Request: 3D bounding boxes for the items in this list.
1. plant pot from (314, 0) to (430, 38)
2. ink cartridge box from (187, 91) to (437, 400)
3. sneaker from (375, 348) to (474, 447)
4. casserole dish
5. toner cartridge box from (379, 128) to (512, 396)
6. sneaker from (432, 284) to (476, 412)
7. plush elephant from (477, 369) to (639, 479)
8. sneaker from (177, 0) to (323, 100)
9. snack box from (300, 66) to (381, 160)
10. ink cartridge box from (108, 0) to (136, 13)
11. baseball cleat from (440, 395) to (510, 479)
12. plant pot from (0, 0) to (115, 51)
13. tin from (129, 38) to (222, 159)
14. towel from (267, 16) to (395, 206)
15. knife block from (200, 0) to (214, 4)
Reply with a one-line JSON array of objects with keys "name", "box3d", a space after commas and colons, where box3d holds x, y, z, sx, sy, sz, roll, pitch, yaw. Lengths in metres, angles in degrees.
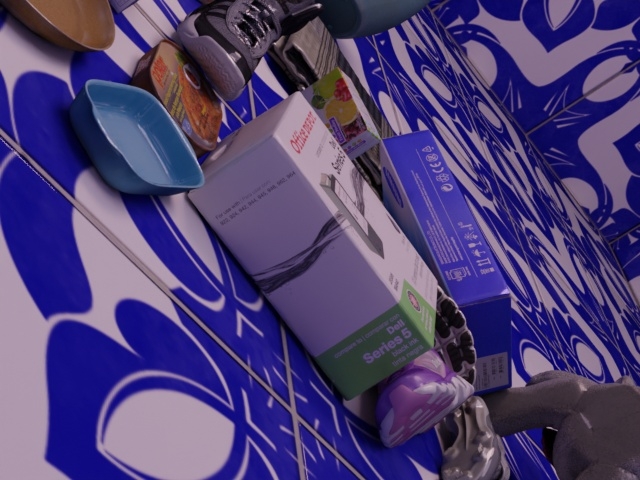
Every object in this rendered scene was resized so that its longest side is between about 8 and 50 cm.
[{"name": "plant pot", "box3d": [0.048, -0.441, 2.315, 0.290, 0.290, 0.195, 49, 54, -26]}, {"name": "ink cartridge box", "box3d": [0.000, 0.000, 1.491, 0.273, 0.115, 0.198, 53, 16, -12]}, {"name": "sneaker", "box3d": [0.090, 0.152, 1.527, 0.104, 0.095, 0.236, 54, 9, 11]}, {"name": "casserole dish", "box3d": [-0.169, -0.088, 1.302, 0.114, 0.037, 0.188, 59, 16, 8]}, {"name": "toner cartridge box", "box3d": [0.158, 0.023, 1.852, 0.347, 0.075, 0.165, -110, -169, -49]}, {"name": "sneaker", "box3d": [0.104, 0.076, 1.698, 0.279, 0.107, 0.118, 64, 6, 13]}, {"name": "plush elephant", "box3d": [0.373, 0.294, 1.812, 0.272, 0.330, 0.255, 61, -4, 43]}, {"name": "sneaker", "box3d": [-0.077, -0.253, 1.643, 0.101, 0.153, 0.268, 54, 7, -17]}, {"name": "snack box", "box3d": [-0.012, -0.119, 1.645, 0.037, 0.141, 0.100, 36, 26, -54]}, {"name": "ink cartridge box", "box3d": [-0.142, -0.328, 1.545, 0.046, 0.207, 0.097, 53, 16, -11]}, {"name": "baseball cleat", "box3d": [0.187, 0.254, 1.638, 0.109, 0.072, 0.206, 59, 18, -16]}, {"name": "plant pot", "box3d": [-0.280, -0.269, 1.337, 0.236, 0.032, 0.236, 51, 16, -21]}, {"name": "tin", "box3d": [-0.150, -0.145, 1.479, 0.106, 0.040, 0.189, 55, 14, -19]}, {"name": "towel", "box3d": [0.032, -0.198, 2.140, 0.312, 0.056, 0.324, 56, 13, -15]}, {"name": "knife block", "box3d": [-0.155, -0.366, 1.813, 0.275, 0.088, 0.242, 52, 17, -19]}]
